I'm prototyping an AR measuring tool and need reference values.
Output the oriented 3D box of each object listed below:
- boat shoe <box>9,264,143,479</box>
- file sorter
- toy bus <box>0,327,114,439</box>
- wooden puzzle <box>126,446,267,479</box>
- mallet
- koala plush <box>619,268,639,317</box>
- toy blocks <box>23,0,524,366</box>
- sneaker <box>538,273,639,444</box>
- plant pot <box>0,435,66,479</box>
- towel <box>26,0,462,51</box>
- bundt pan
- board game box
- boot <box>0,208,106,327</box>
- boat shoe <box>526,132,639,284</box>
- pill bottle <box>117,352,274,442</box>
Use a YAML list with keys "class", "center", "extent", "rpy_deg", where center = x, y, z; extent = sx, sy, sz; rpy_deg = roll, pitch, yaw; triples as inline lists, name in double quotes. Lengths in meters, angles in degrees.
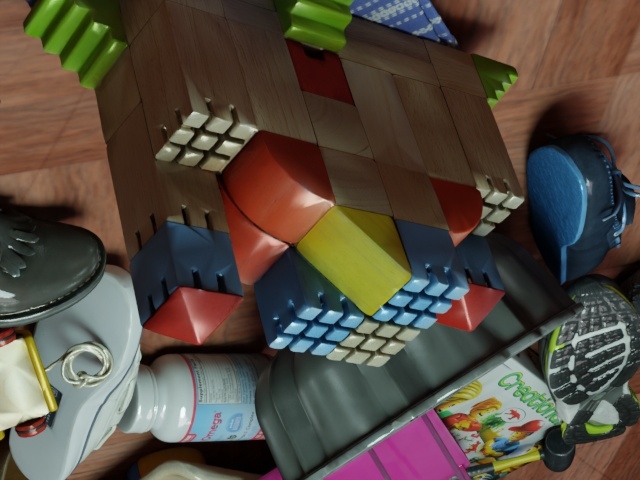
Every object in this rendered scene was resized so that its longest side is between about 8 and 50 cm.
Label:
- class: "boat shoe"
  center: [-0.207, 0.118, 1.383]
  extent: [0.088, 0.096, 0.267]
  rpy_deg: [-32, 151, -50]
- class: "file sorter"
  center: [0.047, 0.333, 1.606]
  extent: [0.290, 0.182, 0.202]
  rpy_deg: [-32, 143, 1]
- class: "toy bus"
  center: [-0.314, 0.125, 1.314]
  extent: [0.202, 0.104, 0.191]
  rpy_deg: [27, 96, -21]
- class: "wooden puzzle"
  center: [-0.161, 0.332, 1.753]
  extent: [0.348, 0.080, 0.322]
  rpy_deg: [-33, 146, 30]
- class: "mallet"
  center: [0.213, 0.271, 1.797]
  extent: [0.189, 0.039, 0.062]
  rpy_deg: [-18, 151, 5]
- class: "koala plush"
  center: [0.451, 0.070, 1.616]
  extent: [0.221, 0.203, 0.196]
  rpy_deg: [-34, 140, -17]
- class: "toy blocks"
  center: [0.005, -0.036, 1.029]
  extent: [0.381, 0.261, 0.191]
  rpy_deg: [12, 138, -36]
- class: "sneaker"
  center: [0.272, 0.112, 1.596]
  extent: [0.111, 0.121, 0.300]
  rpy_deg: [-19, 148, -4]
- class: "plant pot"
  center: [-0.386, 0.310, 1.499]
  extent: [0.230, 0.215, 0.215]
  rpy_deg: [-8, 150, 9]
- class: "towel"
  center: [-0.039, -0.151, 1.114]
  extent: [0.243, 0.040, 0.336]
  rpy_deg: [-24, 146, 11]
- class: "bundt pan"
  center: [0.073, 0.104, 1.399]
  extent: [0.331, 0.124, 0.331]
  rpy_deg: [-33, 173, -5]
- class: "board game box"
  center: [0.184, 0.201, 1.752]
  extent: [0.193, 0.053, 0.305]
  rpy_deg: [-30, 147, 17]
- class: "boot"
  center: [-0.267, -0.033, 1.110]
  extent: [0.263, 0.091, 0.229]
  rpy_deg: [-1, 145, -24]
- class: "boat shoe"
  center: [0.243, -0.044, 1.386]
  extent: [0.089, 0.109, 0.258]
  rpy_deg: [-26, 165, -3]
- class: "pill bottle"
  center: [-0.119, 0.155, 1.483]
  extent: [0.160, 0.087, 0.087]
  rpy_deg: [2, 143, -30]
